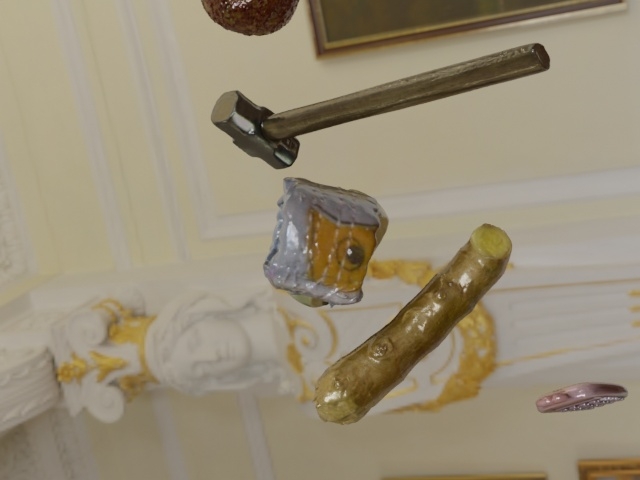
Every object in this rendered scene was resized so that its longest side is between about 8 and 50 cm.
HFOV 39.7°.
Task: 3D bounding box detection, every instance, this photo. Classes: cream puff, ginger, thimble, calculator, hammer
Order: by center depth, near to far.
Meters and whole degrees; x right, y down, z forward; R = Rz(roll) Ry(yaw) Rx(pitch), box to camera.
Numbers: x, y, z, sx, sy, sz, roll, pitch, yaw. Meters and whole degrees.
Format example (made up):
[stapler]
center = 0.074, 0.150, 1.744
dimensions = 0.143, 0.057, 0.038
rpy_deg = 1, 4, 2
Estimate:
[hammer]
center = 0.054, -0.143, 0.892
dimensions = 0.111, 0.366, 0.043
rpy_deg = 35, -123, -43
[ginger]
center = 0.106, 0.101, 1.001
dimensions = 0.065, 0.299, 0.118
rpy_deg = 47, -174, 20
[thimble]
center = -0.001, 0.001, 1.012
dimensions = 0.151, 0.118, 0.127
rpy_deg = -99, 24, -77
[calculator]
center = 0.353, 0.214, 1.206
dimensions = 0.166, 0.103, 0.024
rpy_deg = 10, -119, -42
[cream puff]
center = -0.094, -0.356, 1.224
dimensions = 0.084, 0.149, 0.148
rpy_deg = -150, 49, -75

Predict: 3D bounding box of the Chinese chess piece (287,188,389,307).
[Chinese chess piece]
center = 0.019, 0.011, 1.307
dimensions = 0.188, 0.083, 0.188
rpy_deg = -44, -17, -17
